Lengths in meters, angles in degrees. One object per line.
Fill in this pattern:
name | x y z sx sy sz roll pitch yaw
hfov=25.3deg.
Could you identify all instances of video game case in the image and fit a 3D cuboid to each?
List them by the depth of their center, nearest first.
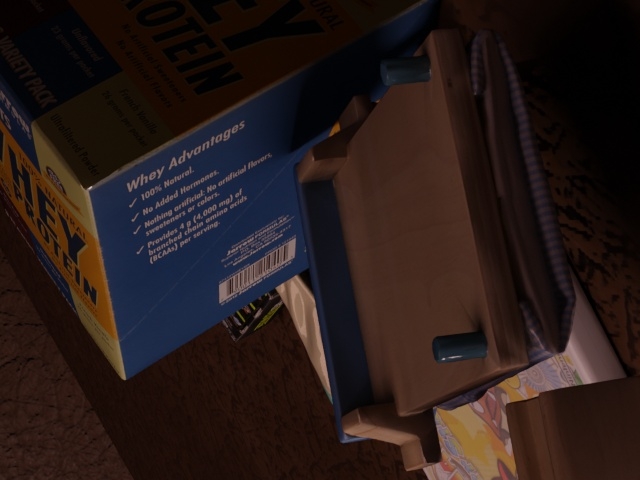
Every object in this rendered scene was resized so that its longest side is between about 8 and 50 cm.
video game case | 0.117 0.122 0.802 0.206 0.026 0.227 -12 109 61

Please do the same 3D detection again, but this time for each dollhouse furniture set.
dollhouse furniture set | 0.128 0.035 0.557 0.286 0.198 0.303 127 134 -71

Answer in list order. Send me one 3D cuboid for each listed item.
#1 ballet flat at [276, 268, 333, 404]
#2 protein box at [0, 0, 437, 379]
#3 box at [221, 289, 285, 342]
ballet flat | 0.000 0.000 0.915 0.248 0.086 0.086 58 162 -3
protein box | -0.064 -0.067 0.749 0.136 0.199 0.201 50 160 23
box | -0.089 -0.021 1.150 0.191 0.045 0.184 57 160 7
